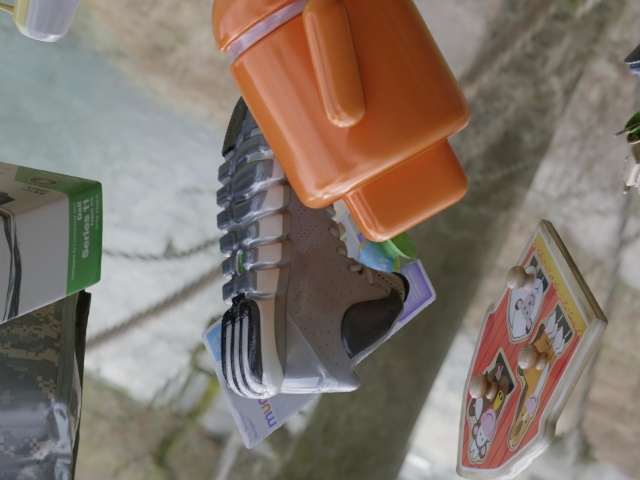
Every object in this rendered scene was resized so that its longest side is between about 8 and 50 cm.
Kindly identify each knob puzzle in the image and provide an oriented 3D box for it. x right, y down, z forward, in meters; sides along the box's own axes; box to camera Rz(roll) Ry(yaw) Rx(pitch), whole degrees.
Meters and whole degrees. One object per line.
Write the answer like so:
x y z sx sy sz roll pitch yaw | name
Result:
0.140 0.098 1.389 0.030 0.213 0.213 18 167 -16 | knob puzzle

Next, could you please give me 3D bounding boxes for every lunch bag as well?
-0.320 0.102 1.571 0.235 0.287 0.169 2 124 -5 | lunch bag

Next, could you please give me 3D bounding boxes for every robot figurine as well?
0.013 -0.109 1.168 0.128 0.158 0.219 -30 88 37 | robot figurine

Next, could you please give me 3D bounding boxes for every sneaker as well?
0.000 0.000 1.292 0.132 0.229 0.086 6 171 -25 | sneaker

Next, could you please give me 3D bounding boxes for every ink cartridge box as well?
-0.278 0.003 1.343 0.153 0.087 0.208 12 -163 23 | ink cartridge box

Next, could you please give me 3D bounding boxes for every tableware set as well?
0.310 -0.107 1.659 0.104 0.154 0.024 -34 107 28 | tableware set

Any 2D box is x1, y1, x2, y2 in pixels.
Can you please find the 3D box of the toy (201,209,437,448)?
-0.017 0.063 1.663 0.056 0.237 0.137 29 -151 -49 | toy

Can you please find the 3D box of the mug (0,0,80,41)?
-0.241 -0.209 1.576 0.078 0.064 0.062 26 -160 27 | mug

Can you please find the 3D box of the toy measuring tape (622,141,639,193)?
0.407 0.002 1.499 0.330 0.121 0.121 38 168 15 | toy measuring tape

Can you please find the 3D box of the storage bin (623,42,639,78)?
0.390 -0.175 1.913 0.098 0.135 0.091 -11 110 34 | storage bin
